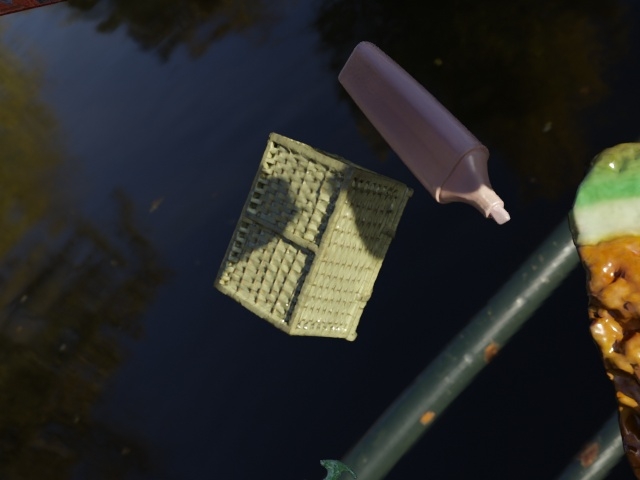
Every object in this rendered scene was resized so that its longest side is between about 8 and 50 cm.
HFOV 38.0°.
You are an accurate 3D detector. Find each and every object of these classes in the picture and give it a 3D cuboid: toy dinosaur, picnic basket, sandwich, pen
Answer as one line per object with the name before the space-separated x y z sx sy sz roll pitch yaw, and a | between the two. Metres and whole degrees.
toy dinosaur | 0.018 0.208 0.715 0.021 0.083 0.062 -26 34 61
picnic basket | 0.000 0.000 1.072 0.134 0.154 0.196 25 99 35
sandwich | 0.216 0.081 0.469 0.109 0.292 0.212 -14 18 26
pen | 0.079 -0.078 0.692 0.053 0.032 0.197 -56 52 27

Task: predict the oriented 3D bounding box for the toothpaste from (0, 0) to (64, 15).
toothpaste | -0.231 -0.199 0.633 0.320 0.066 0.076 0 59 34
